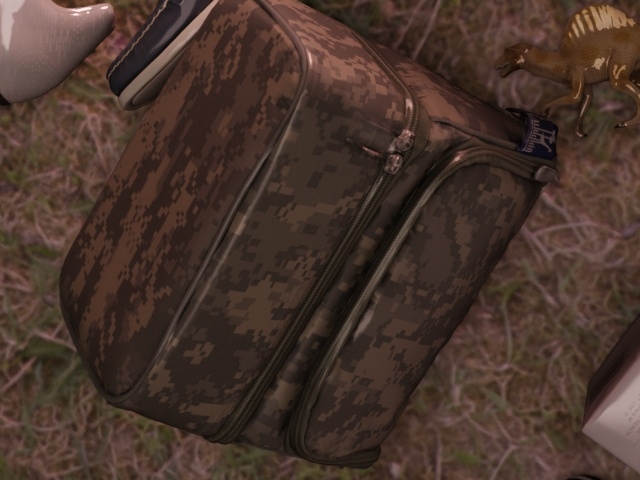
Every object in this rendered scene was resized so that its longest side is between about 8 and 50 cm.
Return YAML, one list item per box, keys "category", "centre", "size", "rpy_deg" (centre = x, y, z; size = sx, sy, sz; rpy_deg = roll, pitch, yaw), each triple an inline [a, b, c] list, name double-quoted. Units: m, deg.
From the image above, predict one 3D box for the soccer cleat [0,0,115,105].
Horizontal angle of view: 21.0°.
- category: "soccer cleat"
  centre: [-0.275, -0.262, 1.303]
  size: [0.143, 0.116, 0.331]
  rpy_deg: [-31, 93, -4]

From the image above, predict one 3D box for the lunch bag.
- category: "lunch bag"
  centre: [0.000, 0.000, 1.225]
  size: [0.256, 0.212, 0.305]
  rpy_deg: [23, 104, -31]

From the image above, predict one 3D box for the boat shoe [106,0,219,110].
- category: "boat shoe"
  centre: [-0.077, -0.207, 1.270]
  size: [0.079, 0.095, 0.254]
  rpy_deg: [42, 100, 1]

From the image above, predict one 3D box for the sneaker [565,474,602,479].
- category: "sneaker"
  centre: [0.255, 0.281, 1.283]
  size: [0.229, 0.086, 0.132]
  rpy_deg: [29, 106, 16]

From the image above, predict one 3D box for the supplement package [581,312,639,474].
- category: "supplement package"
  centre: [0.349, 0.135, 1.192]
  size: [0.293, 0.177, 0.175]
  rpy_deg: [36, 101, 5]

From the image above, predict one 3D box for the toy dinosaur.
- category: "toy dinosaur"
  centre: [0.218, -0.129, 1.248]
  size: [0.183, 0.053, 0.092]
  rpy_deg: [-15, 93, 12]
